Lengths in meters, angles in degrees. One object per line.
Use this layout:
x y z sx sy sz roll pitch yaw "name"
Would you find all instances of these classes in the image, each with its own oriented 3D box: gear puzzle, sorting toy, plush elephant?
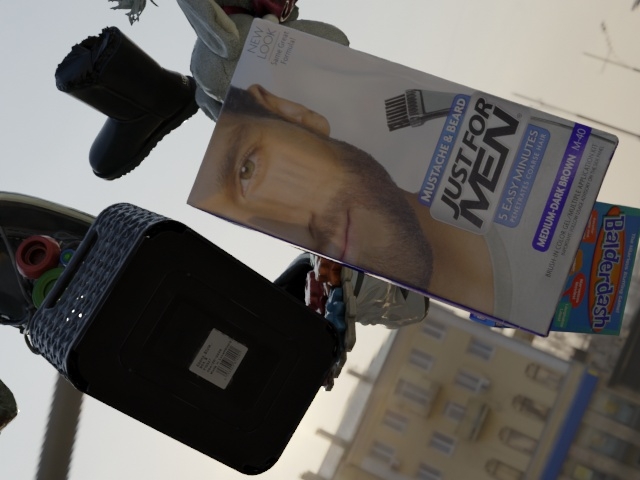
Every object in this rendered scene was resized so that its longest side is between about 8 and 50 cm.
0.000 0.000 1.195 0.175 0.044 0.339 110 161 -60 "gear puzzle"
-0.272 0.037 1.015 0.061 0.102 0.042 -33 -25 -5 "sorting toy"
-0.084 -0.279 1.223 0.330 0.255 0.272 -22 -23 -3 "plush elephant"

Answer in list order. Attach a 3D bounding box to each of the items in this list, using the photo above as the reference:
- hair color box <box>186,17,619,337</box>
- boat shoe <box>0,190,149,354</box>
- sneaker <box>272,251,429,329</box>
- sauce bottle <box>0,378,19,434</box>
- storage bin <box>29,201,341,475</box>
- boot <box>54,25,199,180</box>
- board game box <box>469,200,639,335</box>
0.072 -0.056 0.891 0.110 0.339 0.185 26 -97 -79 "hair color box"
-0.362 0.057 1.332 0.156 0.500 0.186 -101 28 -53 "boat shoe"
0.036 0.079 1.621 0.257 0.169 0.447 -30 -22 -8 "sneaker"
-0.505 0.284 1.125 0.344 0.111 0.111 -45 -19 -2 "sauce bottle"
-0.090 0.068 0.677 0.180 0.084 0.122 36 -100 -32 "storage bin"
-0.328 -0.208 1.500 0.246 0.094 0.207 -34 -36 24 "boot"
0.280 0.026 1.146 0.210 0.047 0.160 6 -83 -33 "board game box"
